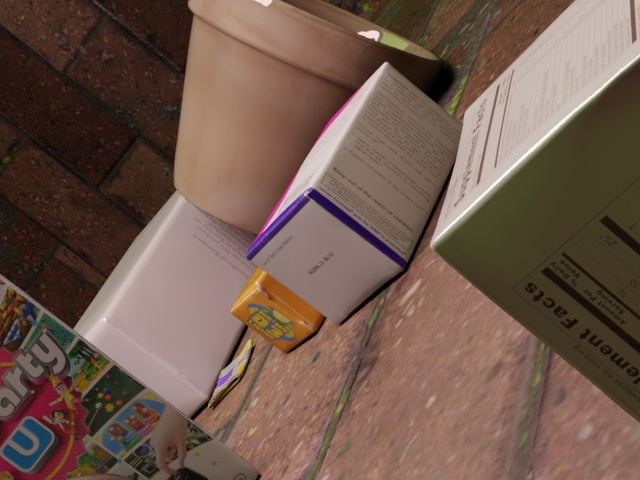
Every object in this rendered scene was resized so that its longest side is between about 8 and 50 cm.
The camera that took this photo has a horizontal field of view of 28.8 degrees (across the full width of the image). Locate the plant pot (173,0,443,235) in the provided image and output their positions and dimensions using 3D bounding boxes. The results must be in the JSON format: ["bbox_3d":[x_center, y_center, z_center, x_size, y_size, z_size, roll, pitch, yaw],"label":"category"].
[{"bbox_3d":[-0.050,-0.163,1.564,0.323,0.323,0.280,-90,24,-76],"label":"plant pot"}]

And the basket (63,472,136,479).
[{"bbox_3d":[-0.140,0.248,0.793,0.204,0.154,0.227,-57,14,-20],"label":"basket"}]

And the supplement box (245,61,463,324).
[{"bbox_3d":[0.039,-0.047,1.162,0.111,0.114,0.220,-44,13,44],"label":"supplement box"}]

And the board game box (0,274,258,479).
[{"bbox_3d":[-0.239,0.184,1.012,0.224,0.303,0.097,-53,9,-9],"label":"board game box"}]

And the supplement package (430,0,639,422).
[{"bbox_3d":[0.176,-0.063,0.479,0.244,0.134,0.139,-46,11,31],"label":"supplement package"}]

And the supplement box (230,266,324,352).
[{"bbox_3d":[0.000,0.000,1.276,0.080,0.078,0.233,-40,14,51],"label":"supplement box"}]

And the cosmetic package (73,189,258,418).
[{"bbox_3d":[-0.199,0.087,1.637,0.230,0.161,0.453,-45,11,32],"label":"cosmetic package"}]

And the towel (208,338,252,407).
[{"bbox_3d":[-0.099,0.149,1.392,0.060,0.009,0.083,-48,10,25],"label":"towel"}]
